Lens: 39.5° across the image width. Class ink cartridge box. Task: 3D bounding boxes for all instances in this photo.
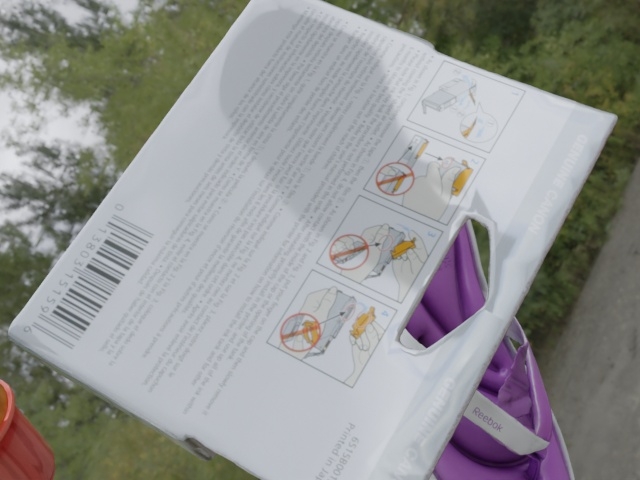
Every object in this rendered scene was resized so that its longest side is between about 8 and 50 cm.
[{"bbox_3d":[0.000,0.000,0.509,0.275,0.238,0.060,-58,-20,-19],"label":"ink cartridge box"}]

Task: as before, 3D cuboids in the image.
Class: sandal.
[{"bbox_3d":[0.138,0.107,0.827,0.169,0.417,0.102,-20,-8,-30],"label":"sandal"}]

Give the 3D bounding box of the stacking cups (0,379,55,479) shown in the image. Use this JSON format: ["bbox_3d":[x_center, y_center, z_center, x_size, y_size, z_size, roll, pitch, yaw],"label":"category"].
[{"bbox_3d":[-0.240,0.048,0.461,0.096,0.096,0.316,-61,-41,-36],"label":"stacking cups"}]
